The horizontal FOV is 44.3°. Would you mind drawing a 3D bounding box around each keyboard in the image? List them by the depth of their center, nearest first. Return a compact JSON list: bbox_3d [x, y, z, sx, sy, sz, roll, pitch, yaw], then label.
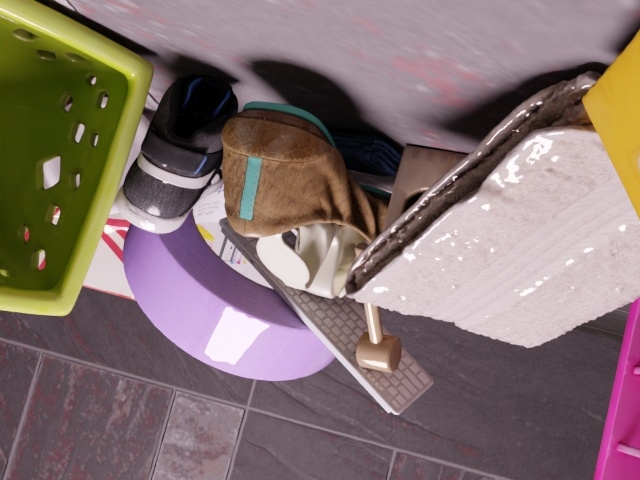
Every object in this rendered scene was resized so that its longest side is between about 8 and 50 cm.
[{"bbox_3d":[0.004,0.060,0.771,0.256,0.014,0.072,46,-136,15],"label":"keyboard"}]

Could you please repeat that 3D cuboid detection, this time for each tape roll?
[{"bbox_3d":[-0.069,0.015,0.860,0.275,0.090,0.275,22,-143,-17],"label":"tape roll"}]

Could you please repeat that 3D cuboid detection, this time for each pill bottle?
[{"bbox_3d":[-0.280,-0.095,0.953,0.131,0.131,0.229,17,175,-24],"label":"pill bottle"}]

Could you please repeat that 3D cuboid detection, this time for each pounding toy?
[{"bbox_3d":[0.103,0.026,0.718,0.094,0.206,0.181,13,174,23],"label":"pounding toy"}]

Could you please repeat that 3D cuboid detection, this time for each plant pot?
[{"bbox_3d":[-0.306,-0.089,0.631,0.227,0.228,0.207,20,-179,-45],"label":"plant pot"}]

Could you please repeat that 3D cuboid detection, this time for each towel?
[{"bbox_3d":[0.159,0.002,0.550,0.187,0.049,0.282,18,147,-18],"label":"towel"},{"bbox_3d":[0.017,-0.086,0.748,0.119,0.029,0.067,11,172,34],"label":"towel"}]

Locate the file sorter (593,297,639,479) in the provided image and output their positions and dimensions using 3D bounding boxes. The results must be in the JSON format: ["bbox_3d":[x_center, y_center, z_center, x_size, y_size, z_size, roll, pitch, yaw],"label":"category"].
[{"bbox_3d":[0.356,0.124,0.599,0.202,0.290,0.182,15,172,3],"label":"file sorter"}]

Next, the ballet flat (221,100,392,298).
[{"bbox_3d":[0.001,-0.014,0.714,0.116,0.124,0.342,11,174,18],"label":"ballet flat"}]

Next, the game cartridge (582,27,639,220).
[{"bbox_3d":[0.202,0.050,0.252,0.053,0.323,0.285,-21,172,2],"label":"game cartridge"}]

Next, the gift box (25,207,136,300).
[{"bbox_3d":[-0.329,-0.019,1.200,0.255,0.276,0.258,10,173,2],"label":"gift box"}]

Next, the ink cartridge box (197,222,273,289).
[{"bbox_3d":[-0.135,0.022,1.250,0.168,0.232,0.171,18,175,-5],"label":"ink cartridge box"}]

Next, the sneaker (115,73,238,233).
[{"bbox_3d":[-0.105,-0.101,0.707,0.079,0.121,0.217,27,-153,-9],"label":"sneaker"}]
